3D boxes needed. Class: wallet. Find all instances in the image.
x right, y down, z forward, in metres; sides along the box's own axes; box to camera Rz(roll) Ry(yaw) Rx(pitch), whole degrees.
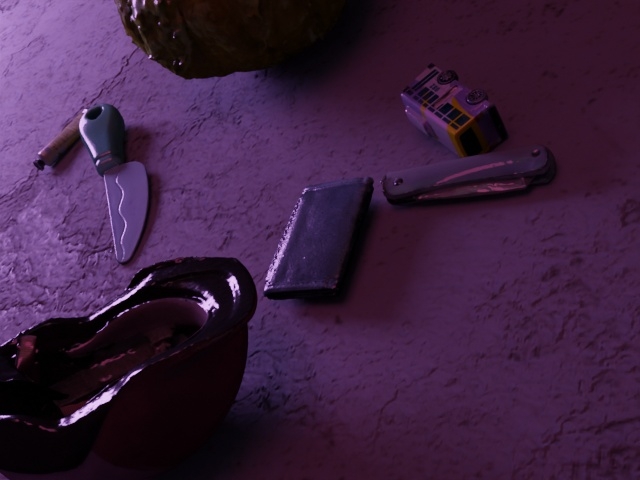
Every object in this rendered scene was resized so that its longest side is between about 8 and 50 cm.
[{"bbox_3d":[0.000,0.000,0.965,0.088,0.026,0.129,-6,51,35],"label":"wallet"}]

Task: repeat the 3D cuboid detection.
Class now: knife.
[{"bbox_3d":[0.131,-0.055,0.931,0.162,0.023,0.044,-9,53,27],"label":"knife"},{"bbox_3d":[-0.228,-0.072,1.186,0.063,0.034,0.260,-27,48,1],"label":"knife"}]

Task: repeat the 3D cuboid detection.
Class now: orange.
[{"bbox_3d":[-0.094,-0.308,1.169,0.301,0.223,0.300,-34,46,11],"label":"orange"}]

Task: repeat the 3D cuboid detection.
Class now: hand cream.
[{"bbox_3d":[-0.320,-0.128,1.301,0.035,0.022,0.102,16,57,42],"label":"hand cream"}]

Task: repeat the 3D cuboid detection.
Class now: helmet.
[{"bbox_3d":[-0.162,0.130,0.867,0.253,0.154,0.198,-12,24,-1],"label":"helmet"}]

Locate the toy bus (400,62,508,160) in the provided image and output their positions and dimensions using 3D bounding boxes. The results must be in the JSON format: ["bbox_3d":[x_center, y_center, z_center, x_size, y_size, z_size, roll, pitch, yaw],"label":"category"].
[{"bbox_3d":[0.123,-0.119,0.975,0.058,0.052,0.102,-40,44,-5],"label":"toy bus"}]
